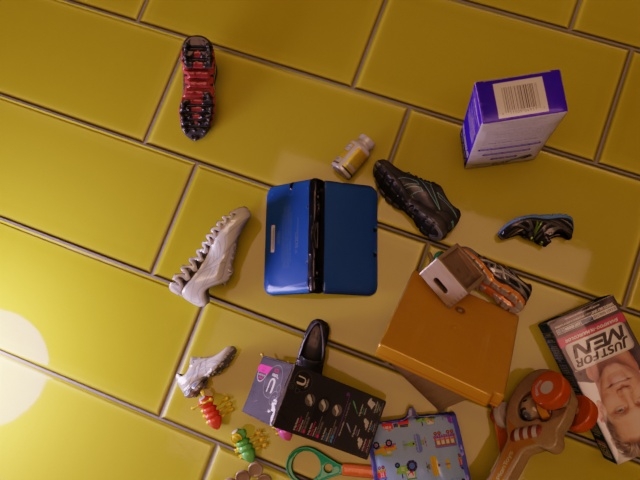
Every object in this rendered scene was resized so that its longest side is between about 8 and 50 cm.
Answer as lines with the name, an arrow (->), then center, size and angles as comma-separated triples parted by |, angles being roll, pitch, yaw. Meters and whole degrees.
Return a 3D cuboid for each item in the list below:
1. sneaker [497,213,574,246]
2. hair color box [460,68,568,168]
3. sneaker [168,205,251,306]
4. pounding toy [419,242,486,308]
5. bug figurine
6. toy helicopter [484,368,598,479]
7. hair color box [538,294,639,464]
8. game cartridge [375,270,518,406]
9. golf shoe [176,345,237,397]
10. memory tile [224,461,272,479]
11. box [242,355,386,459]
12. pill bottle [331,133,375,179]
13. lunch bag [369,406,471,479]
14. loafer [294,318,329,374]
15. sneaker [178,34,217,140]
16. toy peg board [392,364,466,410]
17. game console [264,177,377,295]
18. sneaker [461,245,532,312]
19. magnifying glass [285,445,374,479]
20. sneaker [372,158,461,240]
sneaker -> 0.540, -0.022, 1.583 | 0.188, 0.067, 0.078 | -4, 73, 2
hair color box -> 0.443, -0.275, 1.499 | 0.185, 0.339, 0.110 | -7, 77, 5
sneaker -> -0.263, 0.042, 1.647 | 0.118, 0.110, 0.292 | 38, 94, 3
pounding toy -> 0.309, 0.077, 1.544 | 0.141, 0.130, 0.100 | 50, 131, 11
bug figurine -> -0.170, 0.418, 1.552 | 0.279, 0.072, 0.216 | -33, 84, 12
toy helicopter -> 0.442, 0.450, 1.436 | 0.140, 0.235, 0.355 | 38, 76, -23
hair color box -> 0.677, 0.320, 1.488 | 0.173, 0.105, 0.347 | -24, 79, 2
game cartridge -> 0.301, 0.218, 1.462 | 0.285, 0.324, 0.053 | 24, 125, 10
golf shoe -> -0.295, 0.318, 1.616 | 0.176, 0.069, 0.086 | -42, 72, -4
memory tile -> -0.158, 0.621, 1.550 | 0.113, 0.012, 0.148 | -34, 97, 2
box -> -0.013, 0.381, 1.455 | 0.270, 0.165, 0.143 | 28, 74, -27
pill bottle -> 0.089, -0.223, 1.668 | 0.065, 0.065, 0.116 | 41, 87, 11
lunch bag -> 0.233, 0.541, 1.486 | 0.220, 0.138, 0.293 | -9, 75, 1
loafer -> -0.029, 0.305, 1.580 | 0.076, 0.078, 0.223 | 13, 82, 9
sneaker -> -0.332, -0.414, 1.734 | 0.097, 0.135, 0.276 | 3, 103, -6
toy peg board -> 0.281, 0.308, 1.516 | 0.160, 0.161, 0.079 | 43, 60, 5
game console -> 0.000, 0.000, 1.659 | 0.250, 0.173, 0.293 | -7, 77, 37
sneaker -> 0.430, 0.087, 1.577 | 0.215, 0.084, 0.083 | 43, 58, 17
magnifying glass -> 0.029, 0.560, 1.559 | 0.230, 0.026, 0.092 | 3, 80, 9
sneaker -> 0.245, -0.116, 1.632 | 0.106, 0.101, 0.267 | -37, 77, -24
